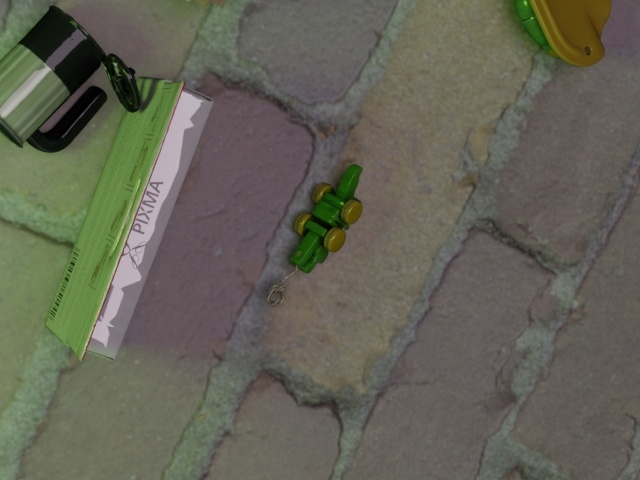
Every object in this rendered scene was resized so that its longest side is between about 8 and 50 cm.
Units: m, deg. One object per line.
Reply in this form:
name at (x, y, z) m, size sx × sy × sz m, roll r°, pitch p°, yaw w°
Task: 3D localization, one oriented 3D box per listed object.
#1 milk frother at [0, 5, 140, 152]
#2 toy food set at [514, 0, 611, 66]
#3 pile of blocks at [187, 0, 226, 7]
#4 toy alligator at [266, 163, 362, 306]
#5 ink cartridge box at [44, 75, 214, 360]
milk frother at (-0.275, -0.155, 1.760) m, size 0.135 × 0.143 × 0.129 m, roll -48°, pitch 115°, yaw -10°
toy food set at (0.262, -0.303, 1.967) m, size 0.128 × 0.071 × 0.218 m, roll -38°, pitch 109°, yaw -36°
pile of blocks at (-0.037, -0.402, 1.808) m, size 0.112 × 0.149 × 0.362 m, roll 26°, pitch 87°, yaw -19°
toy alligator at (0.000, 0.000, 1.919) m, size 0.190 × 0.056 × 0.051 m, roll -59°, pitch 149°, yaw -4°
ink cartridge box at (-0.192, -0.021, 1.740) m, size 0.066 × 0.261 × 0.296 m, roll 21°, pitch 90°, yaw -18°
